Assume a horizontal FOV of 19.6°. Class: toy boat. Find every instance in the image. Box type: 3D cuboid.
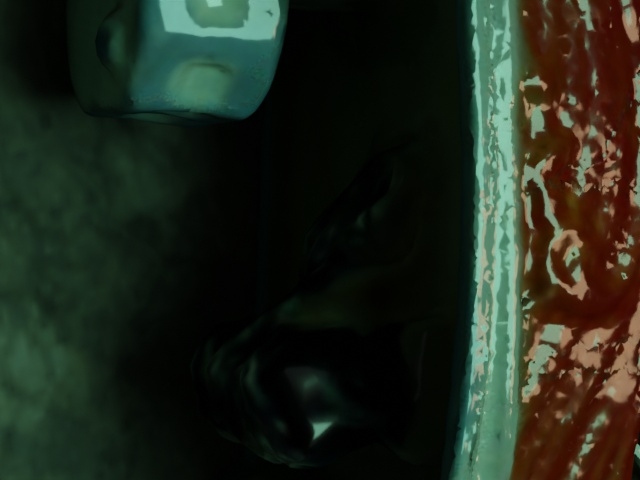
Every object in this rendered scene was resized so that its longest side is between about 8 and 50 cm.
[{"bbox_3d":[0.000,0.000,0.486,0.133,0.145,0.332,-1,92,-22],"label":"toy boat"}]

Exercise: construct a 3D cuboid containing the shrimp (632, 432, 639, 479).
[{"bbox_3d":[0.176,0.106,0.684,0.172,0.137,0.372,-91,160,-52],"label":"shrimp"}]
